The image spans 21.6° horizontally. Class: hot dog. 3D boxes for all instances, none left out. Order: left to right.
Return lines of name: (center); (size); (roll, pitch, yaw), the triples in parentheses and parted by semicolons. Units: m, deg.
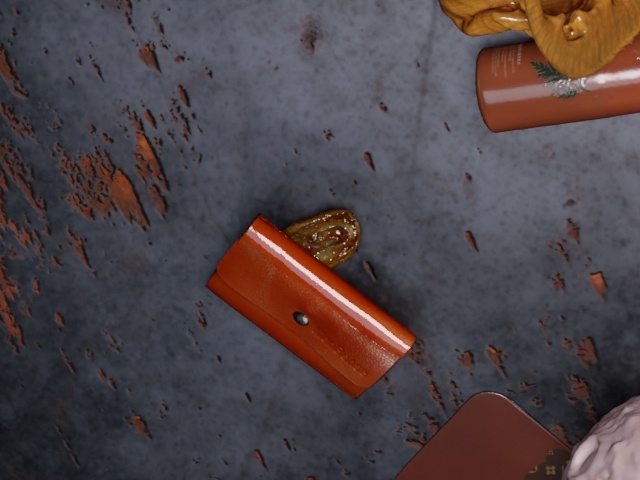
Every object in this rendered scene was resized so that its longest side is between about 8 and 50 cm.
hot dog: (0.000, 0.000, 1.702); (0.083, 0.035, 0.058); (-20, 108, 22)

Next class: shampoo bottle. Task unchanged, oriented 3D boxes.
shampoo bottle: (0.267, -0.155, 1.542); (0.244, 0.085, 0.085); (-9, 109, 18)

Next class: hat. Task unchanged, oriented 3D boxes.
hat: (0.157, -0.275, 1.504); (0.233, 0.233, 0.244); (9, 104, 40)

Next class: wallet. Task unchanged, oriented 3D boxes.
wallet: (-0.013, 0.073, 1.709); (0.204, 0.045, 0.142); (38, 143, -2)

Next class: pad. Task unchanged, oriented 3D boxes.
pad: (0.223, 0.289, 1.781); (0.267, 0.004, 0.181); (38, 117, -3)

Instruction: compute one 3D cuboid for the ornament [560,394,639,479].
ornament: (0.355, 0.263, 1.608); (0.259, 0.225, 0.259); (27, 137, 27)
